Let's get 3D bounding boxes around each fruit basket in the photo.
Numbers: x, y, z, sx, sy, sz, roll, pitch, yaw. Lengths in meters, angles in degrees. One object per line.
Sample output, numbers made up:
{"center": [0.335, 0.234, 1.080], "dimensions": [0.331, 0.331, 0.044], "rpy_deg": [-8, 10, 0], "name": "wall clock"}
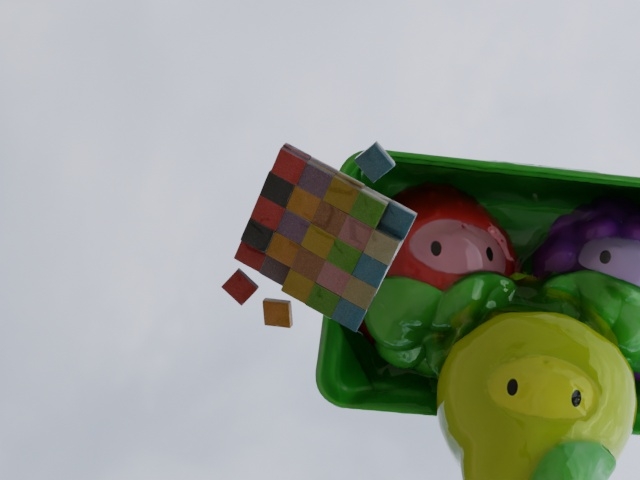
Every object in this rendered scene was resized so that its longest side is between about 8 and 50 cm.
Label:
{"center": [0.183, 0.076, 1.446], "dimensions": [0.392, 0.392, 0.283], "rpy_deg": [28, -63, 51], "name": "fruit basket"}

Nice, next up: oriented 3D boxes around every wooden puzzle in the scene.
{"center": [0.000, 0.000, 0.540], "dimensions": [0.083, 0.049, 0.006], "rpy_deg": [-65, 172, 33], "name": "wooden puzzle"}
